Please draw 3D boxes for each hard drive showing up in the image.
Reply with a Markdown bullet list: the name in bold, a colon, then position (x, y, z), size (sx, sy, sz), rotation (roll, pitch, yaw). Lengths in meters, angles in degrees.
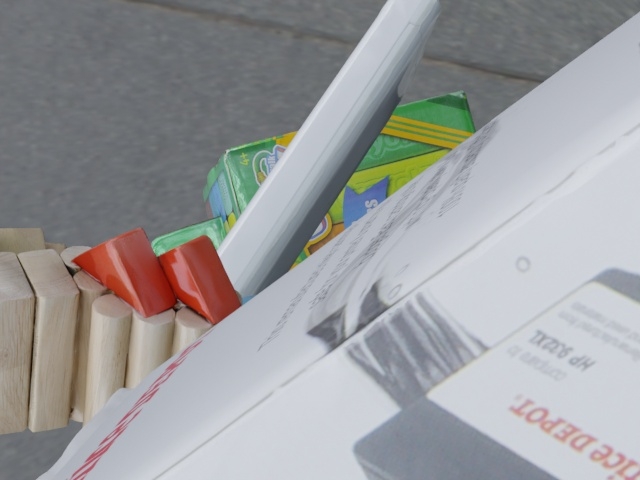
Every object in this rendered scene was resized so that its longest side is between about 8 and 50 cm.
- **hard drive**: position (-0.017, -0.032, 1.364), size (0.040, 0.203, 0.307), rotation (32, 75, 3)

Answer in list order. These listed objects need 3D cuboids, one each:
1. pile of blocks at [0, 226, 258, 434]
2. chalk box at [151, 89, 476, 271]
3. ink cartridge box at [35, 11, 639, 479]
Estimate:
- **pile of blocks**: position (-0.116, 0.024, 0.922), size (0.362, 0.149, 0.112), rotation (13, 123, 5)
- **chalk box**: position (0.000, 0.000, 1.622), size (0.289, 0.179, 0.180), rotation (-16, 84, -12)
- **ink cartridge box**: position (0.081, 0.026, 0.438), size (0.307, 0.223, 0.129), rotation (-37, 94, 14)
